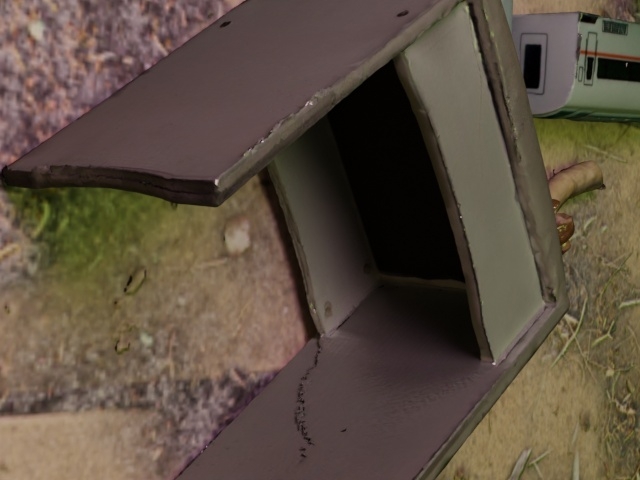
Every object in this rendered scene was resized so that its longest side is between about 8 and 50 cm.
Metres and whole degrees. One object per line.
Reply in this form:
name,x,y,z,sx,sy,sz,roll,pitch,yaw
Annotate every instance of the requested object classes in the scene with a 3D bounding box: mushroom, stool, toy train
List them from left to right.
stool,0.000,0.000,0.753,0.269,0.170,0.243,-43,125,-40
mushroom,0.215,-0.032,1.110,0.187,0.061,0.060,-36,116,-48
toy train,0.297,-0.153,1.170,0.407,0.086,0.088,-6,97,-51

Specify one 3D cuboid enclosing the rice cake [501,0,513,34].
rice cake,0.134,-0.175,1.010,0.042,0.030,0.180,-2,94,-47
